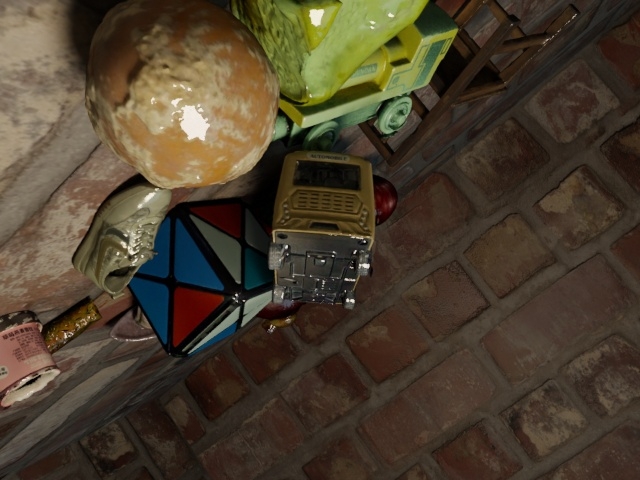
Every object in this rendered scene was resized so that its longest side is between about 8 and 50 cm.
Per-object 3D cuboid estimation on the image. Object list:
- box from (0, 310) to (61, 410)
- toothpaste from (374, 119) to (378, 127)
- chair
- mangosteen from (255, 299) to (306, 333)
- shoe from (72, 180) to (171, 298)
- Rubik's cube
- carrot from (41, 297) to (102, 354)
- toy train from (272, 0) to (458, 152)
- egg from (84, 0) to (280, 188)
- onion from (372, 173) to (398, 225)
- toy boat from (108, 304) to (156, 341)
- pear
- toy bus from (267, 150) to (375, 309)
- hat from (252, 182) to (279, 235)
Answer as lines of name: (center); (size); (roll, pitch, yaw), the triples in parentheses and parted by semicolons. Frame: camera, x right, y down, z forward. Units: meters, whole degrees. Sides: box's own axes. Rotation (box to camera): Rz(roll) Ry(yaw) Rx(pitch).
box: (-0.588, 0.232, 0.953); (0.151, 0.135, 0.151); (-36, 171, -6)
toothpaste: (0.170, -0.342, 1.309); (0.048, 0.029, 0.197); (-31, 171, -32)
chair: (0.280, -0.372, 1.068); (0.240, 0.203, 0.416); (-27, 167, -34)
mangosteen: (-0.141, 0.133, 1.610); (0.297, 0.293, 0.297); (-27, 179, -1)
shoe: (-0.337, -0.002, 0.882); (0.275, 0.098, 0.103); (-46, 171, 33)
Rubik's cube: (-0.247, 0.079, 1.123); (0.246, 0.248, 0.250); (-41, 169, 24)
carrot: (-0.582, 0.212, 1.086); (0.228, 0.069, 0.069); (-37, 170, -12)
toy train: (0.053, -0.280, 0.876); (0.369, 0.150, 0.237); (-28, 156, -34)
egg: (-0.143, -0.157, 0.538); (0.203, 0.203, 0.245); (-38, 180, 0)
onion: (0.120, -0.090, 1.597); (0.273, 0.285, 0.273); (-10, -166, 2)
toy boat: (-0.402, 0.181, 1.335); (0.293, 0.111, 0.276); (-30, 173, 42)
pear: (0.039, -0.310, 0.591); (0.282, 0.176, 0.286); (-38, 171, -12)
toy bus: (0.000, 0.000, 0.931); (0.176, 0.202, 0.365); (5, 156, -3)
hat: (-0.055, -0.083, 1.282); (0.332, 0.242, 0.274); (-15, 171, 36)
